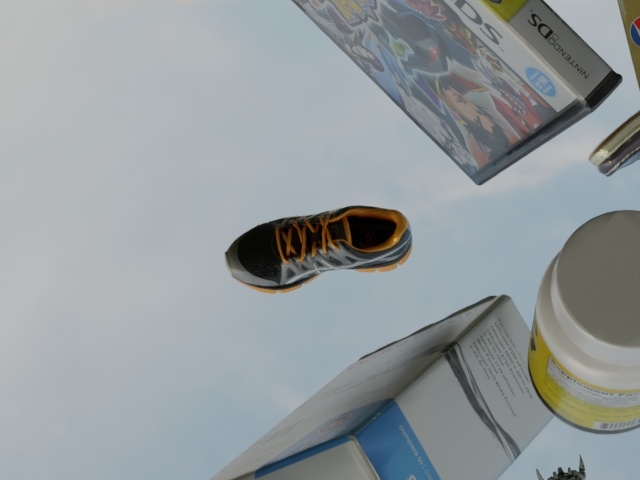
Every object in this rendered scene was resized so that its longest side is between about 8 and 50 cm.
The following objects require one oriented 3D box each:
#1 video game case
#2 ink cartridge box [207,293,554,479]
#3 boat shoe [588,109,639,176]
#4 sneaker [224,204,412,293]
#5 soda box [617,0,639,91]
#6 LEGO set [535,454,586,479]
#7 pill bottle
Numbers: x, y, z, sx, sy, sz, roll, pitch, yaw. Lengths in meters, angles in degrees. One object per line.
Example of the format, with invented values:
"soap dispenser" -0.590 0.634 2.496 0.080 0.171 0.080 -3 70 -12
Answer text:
"video game case" 0.068 -0.157 1.109 0.035 0.248 0.275 -46 -179 -13
"ink cartridge box" 0.057 0.193 1.453 0.223 0.129 0.307 -29 -176 38
"boat shoe" 0.447 -0.141 1.877 0.285 0.092 0.103 -29 173 -23
"sneaker" 0.000 0.000 1.734 0.215 0.084 0.083 -11 163 -10
"soda box" 0.427 -0.239 1.981 0.058 0.181 0.061 -9 -170 41
"LEGO set" 0.225 0.241 1.494 0.054 0.083 0.023 14 -165 -13
"pill bottle" 0.212 0.061 1.135 0.119 0.208 0.119 -1 -111 4
